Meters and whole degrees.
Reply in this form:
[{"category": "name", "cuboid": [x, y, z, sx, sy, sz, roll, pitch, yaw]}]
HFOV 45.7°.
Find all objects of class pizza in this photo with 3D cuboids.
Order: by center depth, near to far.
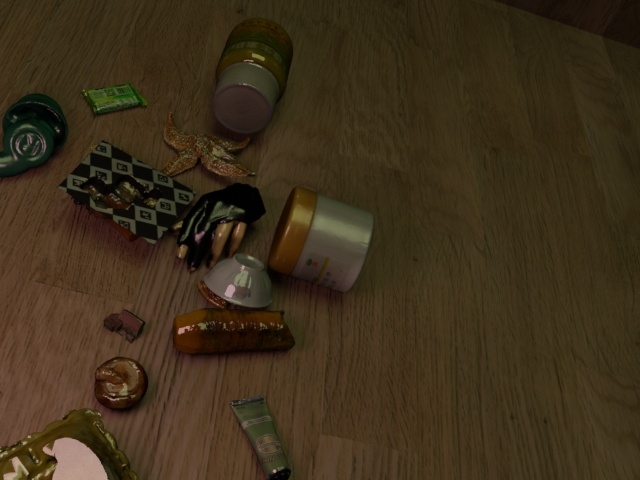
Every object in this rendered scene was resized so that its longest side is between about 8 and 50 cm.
[{"category": "pizza", "cuboid": [-0.274, 0.126, 1.957, 0.099, 0.029, 0.100, 20, 45, -4]}]

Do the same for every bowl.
[{"category": "bowl", "cuboid": [-0.195, 0.089, 1.930, 0.189, 0.086, 0.189, 19, 19, -7]}]

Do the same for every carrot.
[{"category": "carrot", "cuboid": [-0.207, 0.220, 1.848, 0.302, 0.114, 0.114, 1, 51, -23]}, {"category": "carrot", "cuboid": [-0.533, -0.056, 1.996, 0.139, 0.048, 0.048, 40, 48, 16]}]

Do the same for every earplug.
[{"category": "earplug", "cuboid": [-0.806, -0.287, 2.038, 0.258, 0.163, 0.280, -16, 36, 11]}]

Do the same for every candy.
[{"category": "candy", "cuboid": [-0.622, -0.428, 2.292, 0.178, 0.032, 0.102, -20, 65, -36]}]

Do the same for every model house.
[{"category": "model house", "cuboid": [-0.464, 0.194, 1.797, 0.083, 0.058, 0.057, 34, 47, 8]}]

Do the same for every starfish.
[{"category": "starfish", "cuboid": [-0.323, -0.244, 2.222, 0.294, 0.084, 0.301, 11, 44, -12]}]

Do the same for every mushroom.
[{"category": "mushroom", "cuboid": [-0.441, 0.316, 1.681, 0.127, 0.087, 0.127, 9, 50, -11]}]

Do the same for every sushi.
[{"category": "sushi", "cuboid": [-0.511, -0.115, 2.003, 0.294, 0.059, 0.292, 31, 34, -6]}]

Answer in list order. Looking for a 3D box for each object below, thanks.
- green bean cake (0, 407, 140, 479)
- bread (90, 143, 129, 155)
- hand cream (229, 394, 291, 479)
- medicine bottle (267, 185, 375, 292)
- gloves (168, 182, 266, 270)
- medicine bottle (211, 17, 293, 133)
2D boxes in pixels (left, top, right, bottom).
[{"category": "green bean cake", "cuboid": [-0.486, 0.491, 1.434, 0.285, 0.202, 0.310, -29, 66, -36]}, {"category": "bread", "cuboid": [-0.584, -0.231, 2.111, 0.110, 0.066, 0.060, 7, 36, -13]}, {"category": "hand cream", "cuboid": [-0.130, 0.451, 1.723, 0.086, 0.055, 0.235, -4, 46, -29]}, {"category": "medicine bottle", "cuboid": [0.000, 0.000, 2.037, 0.232, 0.238, 0.237, 19, 46, -8]}, {"category": "gloves", "cuboid": [-0.288, -0.046, 2.036, 0.197, 0.152, 0.301, 14, 56, 26]}, {"category": "medicine bottle", "cuboid": [-0.216, -0.520, 2.395, 0.225, 0.224, 0.384, 17, 44, -9]}]
